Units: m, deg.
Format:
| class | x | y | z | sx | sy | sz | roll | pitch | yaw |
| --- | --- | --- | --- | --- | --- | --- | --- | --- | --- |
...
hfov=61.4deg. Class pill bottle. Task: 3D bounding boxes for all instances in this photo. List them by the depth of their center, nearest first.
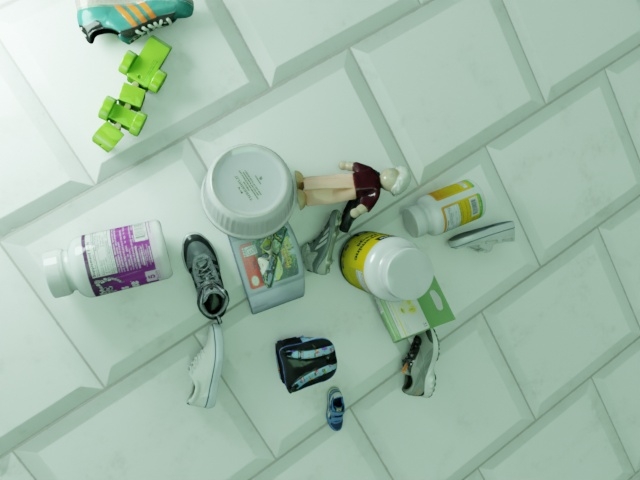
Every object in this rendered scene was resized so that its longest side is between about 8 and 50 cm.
| class | x | y | z | sx | sy | sz | roll | pitch | yaw |
| --- | --- | --- | --- | --- | --- | --- | --- | --- | --- |
| pill bottle | -0.561 | 0.056 | 1.434 | 0.301 | 0.169 | 0.170 | -14 | 99 | -15 |
| pill bottle | 0.189 | 0.075 | 1.586 | 0.187 | 0.334 | 0.188 | -2 | 95 | -18 |
| pill bottle | 0.394 | -0.096 | 1.738 | 0.245 | 0.136 | 0.137 | -21 | 101 | -14 |

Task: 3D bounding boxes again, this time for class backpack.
| class | x | y | z | sx | sy | sz | roll | pitch | yaw |
| --- | --- | --- | --- | --- | --- | --- | --- | --- | --- |
| backpack | -0.042 | 0.365 | 1.654 | 0.173 | 0.117 | 0.159 | -14 | 99 | -15 |

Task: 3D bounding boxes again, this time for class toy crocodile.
| class | x | y | z | sx | sy | sz | roll | pitch | yaw |
| --- | --- | --- | --- | --- | --- | --- | --- | --- | --- |
| toy crocodile | -0.505 | -0.393 | 1.454 | 0.115 | 0.105 | 0.341 | 25 | 83 | -18 |

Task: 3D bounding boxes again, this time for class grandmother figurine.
| class | x | y | z | sx | sy | sz | roll | pitch | yaw |
| --- | --- | --- | --- | --- | --- | --- | --- | --- | --- |
| grandmother figurine | 0.101 | -0.161 | 1.600 | 0.341 | 0.104 | 0.208 | -9 | 69 | -1 |

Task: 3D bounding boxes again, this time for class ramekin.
| class | x | y | z | sx | sy | sz | roll | pitch | yaw |
| --- | --- | --- | --- | --- | --- | --- | --- | --- | --- |
| ramekin | -0.197 | -0.145 | 1.505 | 0.272 | 0.127 | 0.273 | 3 | 73 | -9 |

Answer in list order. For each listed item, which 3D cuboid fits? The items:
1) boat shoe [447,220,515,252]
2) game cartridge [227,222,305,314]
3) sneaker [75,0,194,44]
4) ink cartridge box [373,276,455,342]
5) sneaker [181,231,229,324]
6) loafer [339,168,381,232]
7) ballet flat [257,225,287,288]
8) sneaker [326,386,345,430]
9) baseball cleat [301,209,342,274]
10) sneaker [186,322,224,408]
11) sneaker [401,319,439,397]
| class | x | y | z | sx | sy | sz | roll | pitch | yaw |
| --- | --- | --- | --- | --- | --- | --- | --- | --- | --- |
| boat shoe | 0.552 | 0.001 | 1.819 | 0.257 | 0.095 | 0.084 | -15 | 95 | -15 |
| game cartridge | -0.156 | 0.055 | 1.625 | 0.195 | 0.060 | 0.295 | -20 | 101 | -19 |
| sneaker | -0.485 | -0.584 | 1.436 | 0.301 | 0.108 | 0.121 | -7 | 98 | -9 |
| ink cartridge box | 0.310 | 0.212 | 1.746 | 0.234 | 0.056 | 0.171 | -18 | 70 | -13 |
| sneaker | -0.319 | 0.107 | 1.523 | 0.101 | 0.153 | 0.269 | -18 | 100 | -16 |
| loafer | 0.131 | -0.119 | 1.684 | 0.078 | 0.076 | 0.223 | 29 | 83 | -8 |
| ballet flat | -0.150 | 0.042 | 1.567 | 0.070 | 0.070 | 0.189 | 17 | 81 | -18 |
| sneaker | 0.050 | 0.548 | 1.731 | 0.053 | 0.059 | 0.145 | -8 | 98 | -19 |
| baseball cleat | 0.000 | 0.000 | 1.642 | 0.109 | 0.072 | 0.206 | 13 | 91 | 13 |
| sneaker | -0.339 | 0.368 | 1.573 | 0.091 | 0.094 | 0.259 | 7 | 94 | -22 |
| sneaker | 0.326 | 0.390 | 1.785 | 0.107 | 0.100 | 0.272 | 3 | 95 | -13 |
